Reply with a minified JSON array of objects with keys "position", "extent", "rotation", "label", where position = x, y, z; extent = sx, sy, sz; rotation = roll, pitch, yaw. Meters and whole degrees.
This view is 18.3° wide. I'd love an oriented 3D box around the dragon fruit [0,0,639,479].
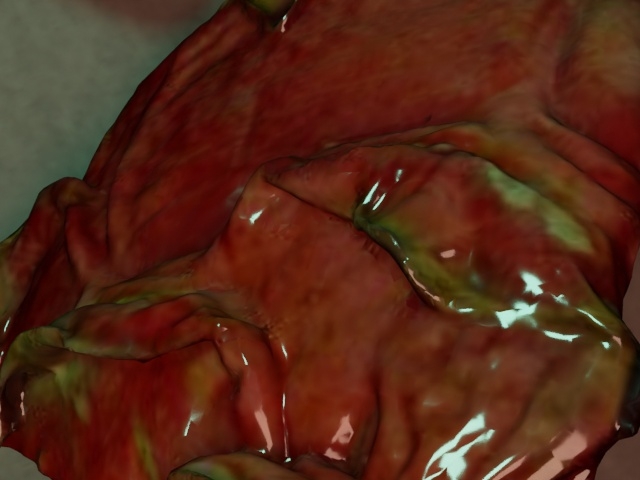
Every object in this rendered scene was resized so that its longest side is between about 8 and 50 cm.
[{"position":[-0.009,-0.004,0.711],"extent":[0.228,0.329,0.286],"rotation":[21,105,-3],"label":"dragon fruit"}]
